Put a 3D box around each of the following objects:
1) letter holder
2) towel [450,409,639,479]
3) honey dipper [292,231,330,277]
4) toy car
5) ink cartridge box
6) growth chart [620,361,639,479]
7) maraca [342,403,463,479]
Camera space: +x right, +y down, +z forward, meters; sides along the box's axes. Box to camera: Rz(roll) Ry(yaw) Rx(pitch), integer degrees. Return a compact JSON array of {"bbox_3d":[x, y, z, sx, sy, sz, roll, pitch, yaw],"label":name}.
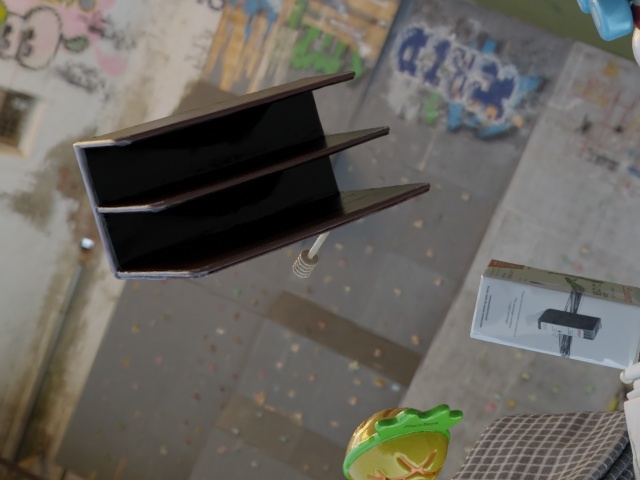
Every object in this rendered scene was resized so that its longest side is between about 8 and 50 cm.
[{"bbox_3d":[-0.064,-0.075,1.121,0.302,0.152,0.214,-21,-168,-32],"label":"letter holder"},{"bbox_3d":[0.293,0.314,1.372,0.235,0.121,0.284,-8,-165,37],"label":"towel"},{"bbox_3d":[0.000,0.000,1.588,0.030,0.160,0.030,14,-130,-17],"label":"honey dipper"},{"bbox_3d":[0.500,-0.298,1.517,0.219,0.238,0.210,-19,-149,9],"label":"toy car"},{"bbox_3d":[0.408,0.123,1.834,0.273,0.114,0.197,12,-170,12],"label":"ink cartridge box"},{"bbox_3d":[0.380,0.244,1.192,0.021,0.237,0.172,-7,175,-7],"label":"growth chart"},{"bbox_3d":[0.093,0.236,1.231,0.127,0.185,0.099,-7,-123,-22],"label":"maraca"}]
